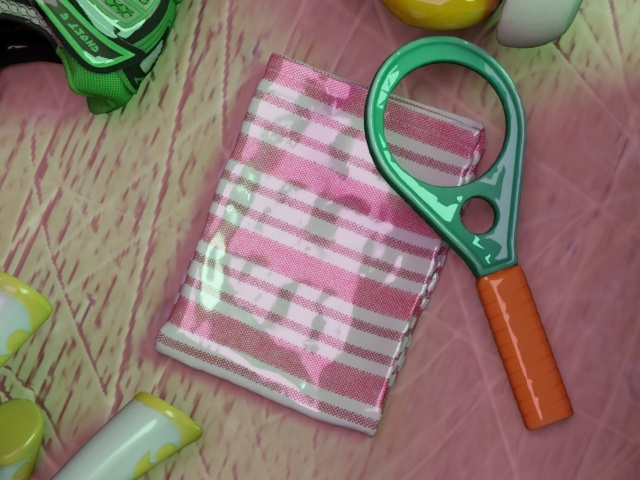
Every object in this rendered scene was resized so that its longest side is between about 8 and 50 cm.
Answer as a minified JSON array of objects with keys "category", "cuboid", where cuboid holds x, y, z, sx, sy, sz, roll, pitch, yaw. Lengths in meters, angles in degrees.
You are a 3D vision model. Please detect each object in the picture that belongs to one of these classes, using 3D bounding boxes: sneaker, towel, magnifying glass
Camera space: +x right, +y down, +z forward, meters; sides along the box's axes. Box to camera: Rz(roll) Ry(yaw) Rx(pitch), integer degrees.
[{"category":"sneaker","cuboid":[-0.251,-0.168,1.108,0.344,0.134,0.146,14,81,9]},{"category":"towel","cuboid":[0.000,0.000,1.099,0.144,0.029,0.197,20,82,11]},{"category":"magnifying glass","cuboid":[0.093,-0.005,1.068,0.092,0.026,0.231,-19,90,-8]}]

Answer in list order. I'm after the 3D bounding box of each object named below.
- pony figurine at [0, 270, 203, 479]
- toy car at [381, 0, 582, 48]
[{"category":"pony figurine","cuboid":[-0.248,0.181,0.940,0.303,0.351,0.363,26,77,30]},{"category":"toy car","cuboid":[0.092,-0.210,1.061,0.159,0.136,0.182,23,59,11]}]
